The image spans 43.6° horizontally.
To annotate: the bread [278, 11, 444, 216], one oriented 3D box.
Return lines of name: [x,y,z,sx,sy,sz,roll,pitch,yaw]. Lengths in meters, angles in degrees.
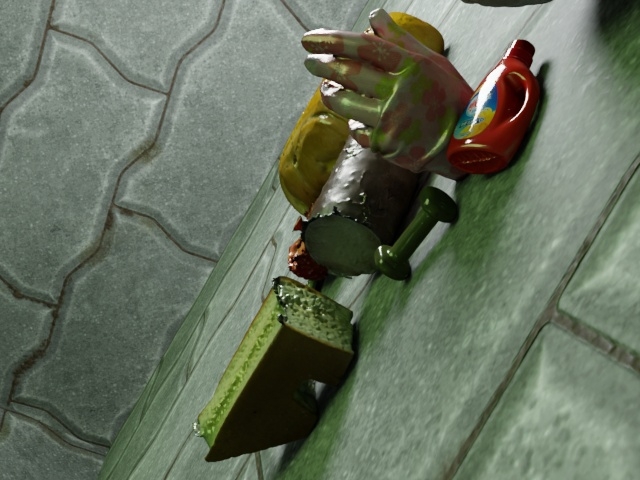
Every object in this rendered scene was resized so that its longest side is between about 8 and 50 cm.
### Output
bread: [0.047,-0.216,1.397,0.337,0.148,0.328,-58,8,-30]

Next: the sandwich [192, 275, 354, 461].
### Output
sandwich: [-0.059,0.181,1.025,0.235,0.128,0.122,-59,15,17]

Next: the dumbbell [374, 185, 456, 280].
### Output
dumbbell: [0.109,-0.007,0.926,0.118,0.046,0.052,-55,18,30]

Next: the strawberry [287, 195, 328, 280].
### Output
strawberry: [0.000,0.000,1.299,0.145,0.086,0.145,-54,14,20]

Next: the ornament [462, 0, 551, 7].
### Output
ornament: [0.196,-0.393,0.790,0.337,0.337,0.337,-58,11,19]

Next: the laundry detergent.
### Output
laundry detergent: [0.199,-0.152,0.866,0.097,0.049,0.165,-2,56,54]

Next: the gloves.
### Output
gloves: [0.084,-0.173,0.937,0.145,0.241,0.126,-58,11,19]

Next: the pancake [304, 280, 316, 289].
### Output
pancake: [-0.033,0.104,1.367,0.129,0.023,0.116,-61,10,27]

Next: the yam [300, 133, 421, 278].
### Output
yam: [0.077,-0.090,1.097,0.131,0.131,0.279,-44,18,58]
